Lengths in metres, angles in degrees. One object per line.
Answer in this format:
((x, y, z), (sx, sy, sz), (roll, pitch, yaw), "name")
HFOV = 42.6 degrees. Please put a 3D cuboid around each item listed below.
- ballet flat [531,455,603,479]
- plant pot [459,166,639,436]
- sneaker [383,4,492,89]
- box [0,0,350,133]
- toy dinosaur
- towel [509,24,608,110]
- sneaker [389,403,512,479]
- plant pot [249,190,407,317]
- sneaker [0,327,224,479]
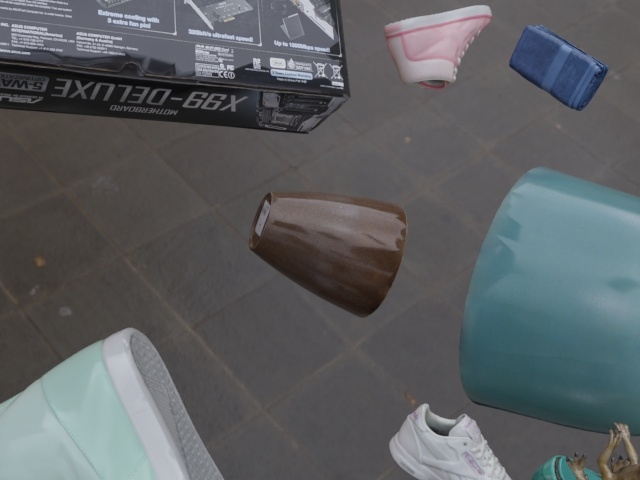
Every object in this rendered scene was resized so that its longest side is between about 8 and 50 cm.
((0.431, 0.410, 1.291), (0.247, 0.087, 0.083), (31, 48, -16), "ballet flat")
((0.327, 0.084, 0.919), (0.235, 0.293, 0.293), (17, 44, 32), "plant pot")
((0.118, -0.181, 0.781), (0.134, 0.070, 0.051), (-22, 10, -38), "sneaker")
((-0.140, -0.207, 0.553), (0.308, 0.076, 0.242), (0, 76, -26), "box")
((0.225, 0.201, 0.614), (0.053, 0.183, 0.092), (-10, 36, 0), "toy dinosaur")
((0.298, -0.219, 1.036), (0.029, 0.067, 0.119), (-11, 45, -47), "towel")
((0.283, 0.423, 1.542), (0.305, 0.152, 0.114), (29, 23, 10), "sneaker")
((0.000, 0.000, 1.444), (0.230, 0.215, 0.215), (19, 45, -16), "plant pot")
((-0.152, 0.211, 0.617), (0.151, 0.094, 0.255), (-26, 83, 7), "sneaker")
